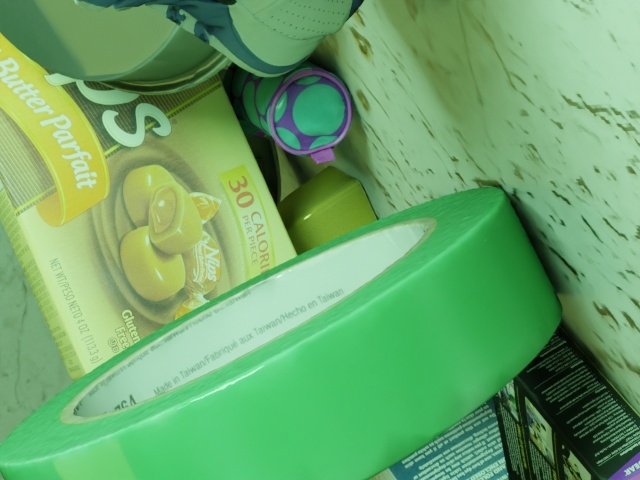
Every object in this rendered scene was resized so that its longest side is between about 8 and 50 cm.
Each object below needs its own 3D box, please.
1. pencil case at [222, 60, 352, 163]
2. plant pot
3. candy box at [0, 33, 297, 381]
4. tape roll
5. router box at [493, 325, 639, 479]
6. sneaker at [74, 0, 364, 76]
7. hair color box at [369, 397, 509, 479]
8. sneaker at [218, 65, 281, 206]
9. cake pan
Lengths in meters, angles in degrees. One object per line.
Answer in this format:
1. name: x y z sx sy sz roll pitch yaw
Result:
1. pencil case: -0.027 -0.102 1.139 0.152 0.064 0.070 -146 44 -70
2. plant pot: 0.000 0.000 1.232 0.081 0.083 0.081 64 170 -18
3. candy box: -0.160 -0.074 1.147 0.316 0.183 0.087 66 161 1
4. tape roll: -0.024 0.075 0.866 0.077 0.321 0.321 62 170 -7
5. router box: 0.159 0.139 0.928 0.133 0.046 0.179 53 167 38
6. sneaker: -0.010 -0.178 0.688 0.127 0.182 0.315 61 -160 9
7. hair color box: 0.130 0.225 1.138 0.347 0.105 0.174 53 168 40
8. sneaker: -0.076 -0.006 1.334 0.178 0.124 0.295 -155 59 -76
9. cake pan: -0.150 -0.229 0.978 0.293 0.054 0.293 18 120 35
